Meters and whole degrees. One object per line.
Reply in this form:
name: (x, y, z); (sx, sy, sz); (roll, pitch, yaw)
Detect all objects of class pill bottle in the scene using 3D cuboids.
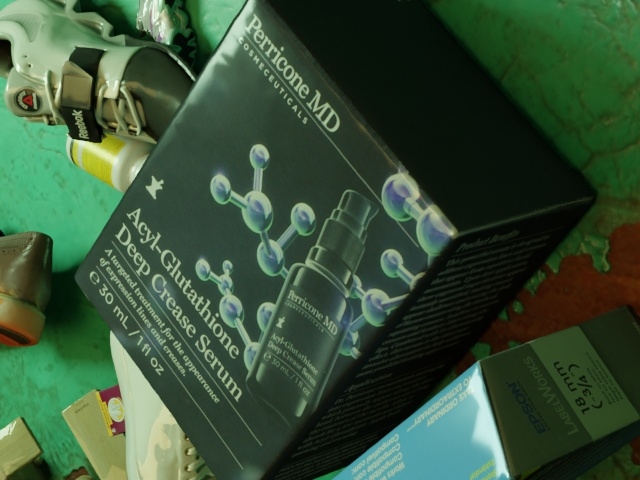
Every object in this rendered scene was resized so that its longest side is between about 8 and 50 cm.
pill bottle: (-0.213, -0.088, 1.867); (0.116, 0.065, 0.065); (29, 118, 34)

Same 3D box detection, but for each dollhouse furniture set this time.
dollhouse furniture set: (-0.281, 0.257, 2.037); (0.151, 0.123, 0.144); (-35, 74, 5)

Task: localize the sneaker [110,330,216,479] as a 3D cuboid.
sneaker: (-0.141, 0.203, 1.844); (0.123, 0.106, 0.290); (-20, 86, 45)

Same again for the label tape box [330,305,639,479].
label tape box: (0.120, 0.186, 1.454); (0.240, 0.333, 0.106); (-44, 71, 39)

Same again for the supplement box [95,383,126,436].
supplement box: (-0.204, 0.182, 1.939); (0.083, 0.043, 0.055); (-23, 83, 42)

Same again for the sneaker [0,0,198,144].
sneaker: (-0.244, -0.152, 1.809); (0.330, 0.146, 0.122); (30, 141, 36)

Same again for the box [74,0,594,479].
box: (0.000, 0.000, 1.601); (0.293, 0.212, 0.395); (51, 128, 21)

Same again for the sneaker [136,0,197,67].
sneaker: (-0.166, -0.216, 1.817); (0.069, 0.038, 0.098); (-14, 84, 46)

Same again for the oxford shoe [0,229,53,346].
oxford shoe: (-0.423, 0.047, 2.076); (0.363, 0.130, 0.133); (2, 69, 48)
